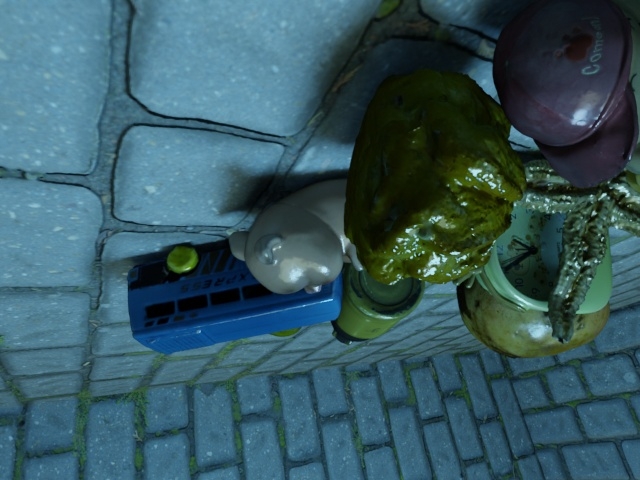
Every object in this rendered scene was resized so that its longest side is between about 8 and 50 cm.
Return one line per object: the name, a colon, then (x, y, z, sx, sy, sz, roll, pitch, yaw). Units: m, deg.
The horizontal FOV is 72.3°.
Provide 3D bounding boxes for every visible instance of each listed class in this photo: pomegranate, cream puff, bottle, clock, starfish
pomegranate: (0.483, 0.127, 1.022, 0.321, 0.323, 0.322, -10, 156, -4)
cream puff: (0.115, -0.067, 0.485, 0.196, 0.245, 0.244, 7, 150, -35)
bottle: (0.106, 0.142, 1.033, 0.171, 0.172, 0.351, -6, 158, -12)
clock: (0.380, 0.017, 0.815, 0.307, 0.235, 0.096, 0, 175, -11)
starfish: (0.449, -0.016, 0.741, 0.431, 0.325, 0.082, -17, -171, -10)

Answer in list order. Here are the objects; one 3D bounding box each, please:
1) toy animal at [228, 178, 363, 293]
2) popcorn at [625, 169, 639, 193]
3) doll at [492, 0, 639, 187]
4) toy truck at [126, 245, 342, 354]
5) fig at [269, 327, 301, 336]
toy animal: (0.001, -0.008, 0.664, 0.249, 0.154, 0.166, -20, 172, -26)
popcorn: (0.619, -0.103, 0.539, 0.354, 0.344, 0.390, -51, 162, -25)
doll: (0.288, -0.155, 0.435, 0.255, 0.196, 0.152, -4, 157, -32)
toy truck: (-0.142, 0.092, 0.808, 0.384, 0.163, 0.161, -11, 155, -3)
fig: (-0.110, 0.132, 0.977, 0.142, 0.186, 0.148, -25, 145, -57)
